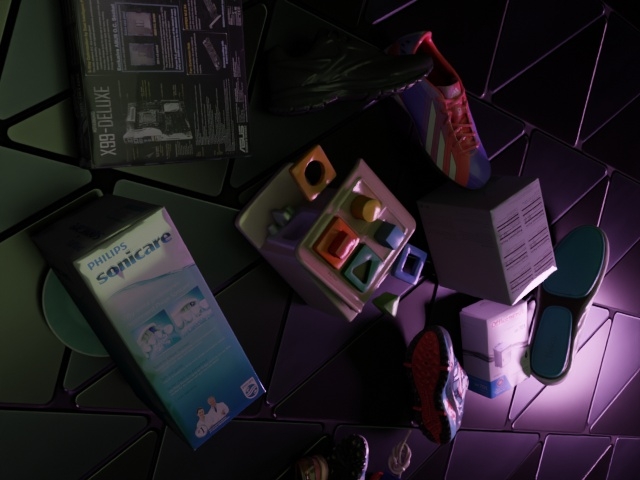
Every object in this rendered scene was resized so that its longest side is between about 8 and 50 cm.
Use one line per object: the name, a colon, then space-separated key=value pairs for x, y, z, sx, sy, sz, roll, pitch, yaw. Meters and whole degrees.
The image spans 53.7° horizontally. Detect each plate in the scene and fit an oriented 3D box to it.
plate: x=-0.310 y=0.077 z=0.927 sx=0.188 sy=0.024 sz=0.188 roll=-7 pitch=103 yaw=-34

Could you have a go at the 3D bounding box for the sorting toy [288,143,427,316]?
sorting toy: x=0.068 y=-0.003 z=1.001 sx=0.348 sy=0.047 sz=0.196 roll=43 pitch=73 yaw=-37

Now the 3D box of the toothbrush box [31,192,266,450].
toothbrush box: x=-0.230 y=0.098 z=0.839 sx=0.126 sy=0.216 sz=0.295 roll=-37 pitch=116 yaw=-25

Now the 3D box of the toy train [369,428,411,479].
toy train: x=0.177 y=0.519 z=1.300 sx=0.143 sy=0.105 sz=0.248 roll=32 pitch=79 yaw=-45

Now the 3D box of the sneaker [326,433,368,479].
sneaker: x=0.049 y=0.489 z=1.222 sx=0.086 sy=0.085 sz=0.237 roll=15 pitch=85 yaw=-62

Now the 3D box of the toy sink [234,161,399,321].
toy sink: x=0.000 y=0.000 z=1.063 sx=0.152 sy=0.131 sz=0.234 roll=-50 pitch=121 yaw=-18

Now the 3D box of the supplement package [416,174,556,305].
supplement package: x=0.328 y=-0.010 z=1.251 sx=0.149 sy=0.194 sz=0.203 roll=-31 pitch=115 yaw=-27

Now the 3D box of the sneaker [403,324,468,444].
sneaker: x=0.250 y=0.286 z=1.325 sx=0.125 sy=0.104 sz=0.261 roll=-27 pitch=118 yaw=-47

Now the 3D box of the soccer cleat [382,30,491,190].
soccer cleat: x=0.228 y=-0.229 z=1.148 sx=0.109 sy=0.116 sz=0.318 roll=-40 pitch=102 yaw=-26

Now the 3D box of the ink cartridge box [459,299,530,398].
ink cartridge box: x=0.389 y=0.232 z=1.406 sx=0.140 sy=0.082 sz=0.190 roll=-18 pitch=109 yaw=-32

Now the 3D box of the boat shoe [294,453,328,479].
boat shoe: x=-0.031 y=0.488 z=1.171 sx=0.060 sy=0.064 sz=0.177 roll=8 pitch=87 yaw=-30

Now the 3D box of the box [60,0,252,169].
box: x=-0.227 y=-0.261 z=0.894 sx=0.243 sy=0.077 sz=0.307 roll=-11 pitch=104 yaw=-33

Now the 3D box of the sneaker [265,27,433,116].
sneaker: x=0.046 y=-0.285 z=1.029 sx=0.286 sy=0.109 sz=0.130 roll=-12 pitch=97 yaw=-12

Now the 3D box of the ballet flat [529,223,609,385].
ballet flat: x=0.585 y=0.156 z=1.508 sx=0.139 sy=0.139 sz=0.400 roll=32 pitch=73 yaw=-34
